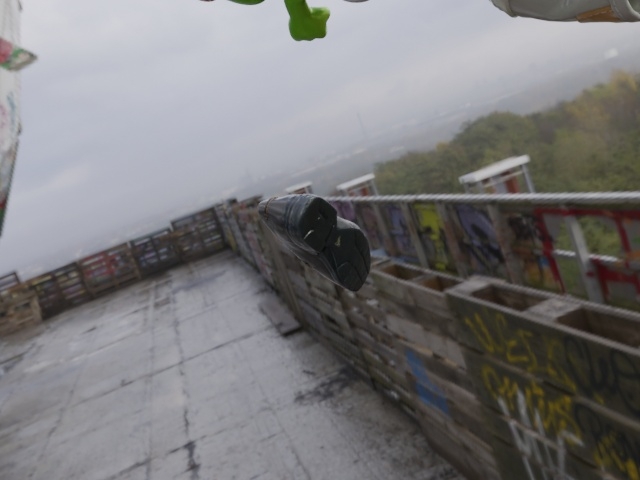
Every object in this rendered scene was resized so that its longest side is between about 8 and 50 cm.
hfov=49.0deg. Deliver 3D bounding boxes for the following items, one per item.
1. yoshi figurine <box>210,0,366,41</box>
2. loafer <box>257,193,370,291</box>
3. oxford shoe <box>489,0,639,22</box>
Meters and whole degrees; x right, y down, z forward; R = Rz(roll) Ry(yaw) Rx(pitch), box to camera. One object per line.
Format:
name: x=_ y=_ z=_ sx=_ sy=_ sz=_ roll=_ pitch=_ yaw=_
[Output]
yoshi figurine: x=0.000 y=-0.363 z=0.861 sx=0.362 sy=0.203 sz=0.203 roll=14 pitch=-20 yaw=24
loafer: x=0.000 y=0.000 z=0.715 sx=0.061 sy=0.170 sz=0.062 roll=15 pitch=68 yaw=34
oxford shoe: x=0.226 y=-0.318 z=0.373 sx=0.169 sy=0.130 sz=0.449 roll=-30 pitch=-32 yaw=-44
